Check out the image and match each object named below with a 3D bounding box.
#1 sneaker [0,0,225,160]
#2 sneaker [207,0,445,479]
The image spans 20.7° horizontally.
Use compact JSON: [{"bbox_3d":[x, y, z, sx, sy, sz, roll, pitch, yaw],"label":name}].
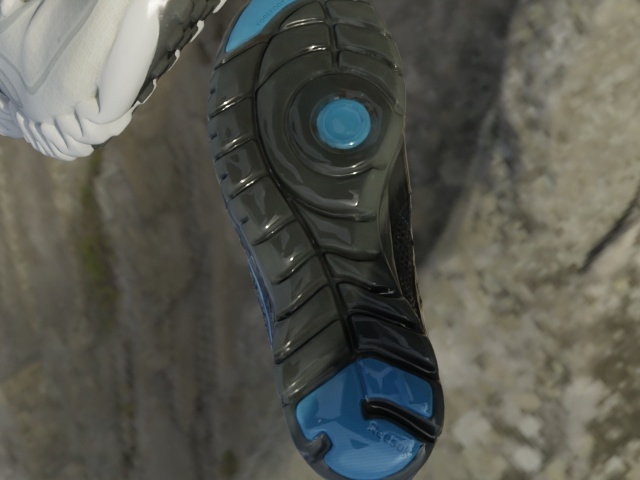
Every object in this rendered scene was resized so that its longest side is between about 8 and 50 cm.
[{"bbox_3d":[-0.133,-0.110,0.791,0.118,0.110,0.292,43,165,-21],"label":"sneaker"},{"bbox_3d":[0.000,0.000,1.105,0.140,0.125,0.341,87,178,-72],"label":"sneaker"}]
